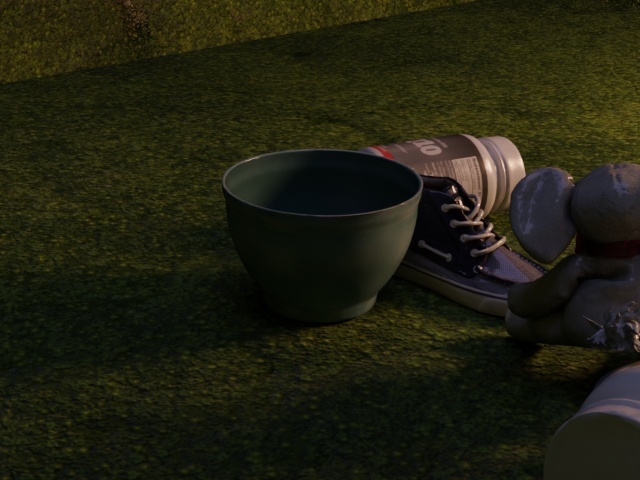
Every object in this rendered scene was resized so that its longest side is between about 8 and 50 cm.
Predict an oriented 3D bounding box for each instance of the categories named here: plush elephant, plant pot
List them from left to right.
[{"bbox_3d":[0.000,0.000,1.676,0.293,0.196,0.293,2,23,-1],"label":"plant pot"},{"bbox_3d":[0.381,0.013,1.467,0.272,0.255,0.330,3,-3,10],"label":"plush elephant"}]

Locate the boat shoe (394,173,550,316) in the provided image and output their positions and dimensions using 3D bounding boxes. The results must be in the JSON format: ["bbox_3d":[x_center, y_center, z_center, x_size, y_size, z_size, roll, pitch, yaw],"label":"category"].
[{"bbox_3d":[0.228,0.001,1.730,0.340,0.158,0.127,17,28,35],"label":"boat shoe"}]

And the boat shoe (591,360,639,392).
[{"bbox_3d":[0.462,0.185,1.387,0.319,0.116,0.099,-4,8,-18],"label":"boat shoe"}]

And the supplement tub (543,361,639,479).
[{"bbox_3d":[0.399,0.212,1.144,0.316,0.228,0.228,-18,29,-38],"label":"supplement tub"}]

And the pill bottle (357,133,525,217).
[{"bbox_3d":[0.202,-0.099,1.966,0.283,0.161,0.161,-10,25,-26],"label":"pill bottle"}]

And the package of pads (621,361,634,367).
[{"bbox_3d":[0.410,0.190,1.450,0.050,0.032,0.083,10,25,11],"label":"package of pads"}]
